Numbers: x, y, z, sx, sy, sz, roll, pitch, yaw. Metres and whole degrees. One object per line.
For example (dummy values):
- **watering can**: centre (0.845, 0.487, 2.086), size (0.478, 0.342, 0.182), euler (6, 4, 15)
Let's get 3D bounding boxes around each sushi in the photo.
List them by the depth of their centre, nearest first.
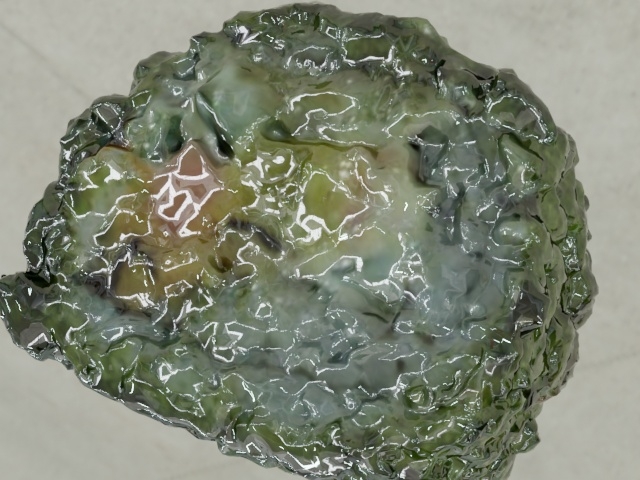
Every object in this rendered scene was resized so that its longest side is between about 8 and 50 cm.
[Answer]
- **sushi**: centre (0.000, 0.000, 1.071), size (0.351, 0.294, 0.178), euler (16, 173, 24)
